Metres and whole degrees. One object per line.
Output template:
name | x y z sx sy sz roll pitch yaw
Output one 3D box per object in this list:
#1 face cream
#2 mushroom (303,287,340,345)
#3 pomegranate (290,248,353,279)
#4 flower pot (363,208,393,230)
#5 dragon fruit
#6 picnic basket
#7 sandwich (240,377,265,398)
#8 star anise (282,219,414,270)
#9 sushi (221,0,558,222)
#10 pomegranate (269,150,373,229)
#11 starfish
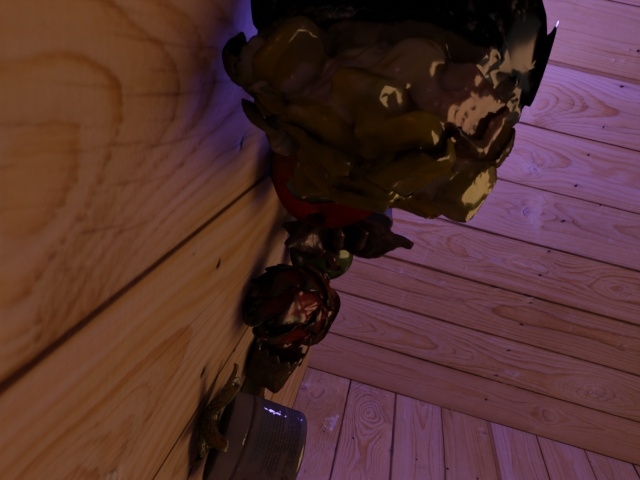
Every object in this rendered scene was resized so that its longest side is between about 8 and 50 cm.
face cream | -0.124 0.396 0.956 0.177 0.153 0.177 -157 -90 -81
mushroom | -0.012 0.290 2.001 0.297 0.163 0.278 70 36 -78
pomegranate | 0.000 0.000 1.352 0.181 0.182 0.224 99 -14 -52
flower pot | 0.105 -0.150 1.557 0.265 0.265 0.243 93 4 -67
dragon fruit | -0.064 0.127 0.994 0.182 0.189 0.182 168 -90 -75
picnic basket | -0.095 0.256 1.191 0.178 0.128 0.138 -58 -179 12
sandwich | -0.185 0.467 1.233 0.212 0.063 0.245 -69 174 -58
star anise | 0.035 -0.002 1.115 0.349 0.292 0.109 24 -59 61
sushi | 0.073 -0.154 0.588 0.328 0.328 0.285 71 34 -70
pomegranate | 0.014 -0.134 0.843 0.210 0.210 0.235 -65 143 -61
starfish | -0.174 0.295 0.864 0.208 0.053 0.176 -53 -167 44
